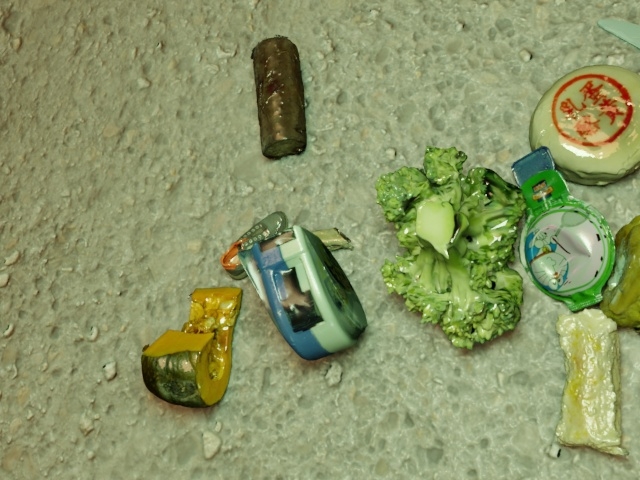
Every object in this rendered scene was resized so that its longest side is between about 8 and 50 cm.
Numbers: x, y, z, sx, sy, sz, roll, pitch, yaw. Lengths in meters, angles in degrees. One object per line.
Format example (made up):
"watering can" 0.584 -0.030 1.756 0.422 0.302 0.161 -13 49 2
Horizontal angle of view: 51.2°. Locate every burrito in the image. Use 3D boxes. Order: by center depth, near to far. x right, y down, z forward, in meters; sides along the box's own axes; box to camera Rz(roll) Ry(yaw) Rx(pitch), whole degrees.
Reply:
"burrito" 0.000 0.000 1.504 0.149 0.041 0.055 -5 85 14

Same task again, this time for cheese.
"cheese" 0.456 -0.024 1.297 0.204 0.083 0.321 -34 69 49

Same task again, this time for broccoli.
"broccoli" 0.251 0.000 1.300 0.277 0.317 0.338 1 49 27

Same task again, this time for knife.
"knife" 0.699 -0.408 1.401 0.063 0.034 0.260 -40 62 -1

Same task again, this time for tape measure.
"tape measure" -0.020 0.107 1.355 0.138 0.259 0.262 -31 74 10

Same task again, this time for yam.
"yam" -0.095 -0.337 1.598 0.131 0.131 0.280 -12 72 15

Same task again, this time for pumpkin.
"pumpkin" -0.277 0.217 1.448 0.139 0.190 0.281 0 73 20

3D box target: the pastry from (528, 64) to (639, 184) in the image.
"pastry" 0.553 -0.232 1.341 0.264 0.133 0.265 -4 75 15

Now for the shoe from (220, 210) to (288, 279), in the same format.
"shoe" -0.152 0.006 1.533 0.194 0.077 0.074 -47 64 1

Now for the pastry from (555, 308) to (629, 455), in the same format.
"pastry" 0.491 0.257 1.228 0.121 0.089 0.259 -4 71 21

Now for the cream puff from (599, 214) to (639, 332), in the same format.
"cream puff" 0.619 0.062 1.205 0.194 0.194 0.221 10 81 21
